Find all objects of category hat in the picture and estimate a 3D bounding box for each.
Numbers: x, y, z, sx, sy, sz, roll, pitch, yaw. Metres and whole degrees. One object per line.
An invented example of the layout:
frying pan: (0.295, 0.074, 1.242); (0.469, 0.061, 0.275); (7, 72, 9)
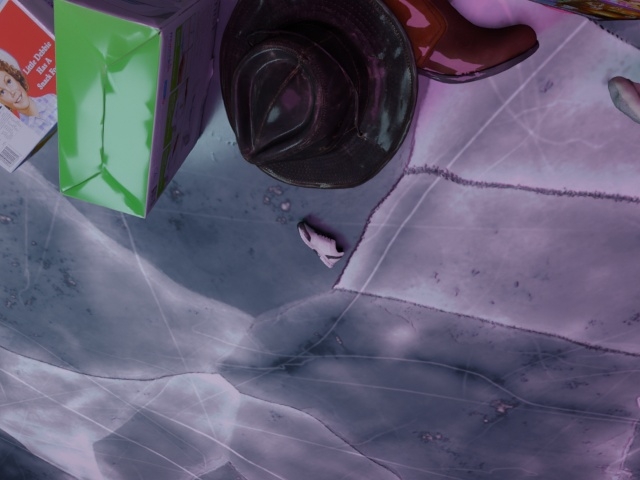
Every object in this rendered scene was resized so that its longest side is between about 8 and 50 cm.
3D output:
hat: (-0.039, -0.178, 0.726); (0.331, 0.134, 0.331); (17, 131, 20)

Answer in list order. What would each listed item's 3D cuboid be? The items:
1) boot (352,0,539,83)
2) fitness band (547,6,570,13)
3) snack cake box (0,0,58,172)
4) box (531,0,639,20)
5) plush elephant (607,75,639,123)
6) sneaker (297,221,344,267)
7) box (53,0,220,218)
boot: (0.136, -0.344, 0.682); (0.264, 0.096, 0.281); (0, 120, 19)
fitness band: (0.327, -0.403, 0.603); (0.209, 0.054, 0.291); (13, 129, -1)
snack cake box: (-0.453, -0.243, 0.835); (0.264, 0.089, 0.152); (-32, 114, 28)
box: (0.202, -0.287, 0.547); (0.293, 0.201, 0.057); (14, 110, -4)
plush elephant: (0.510, -0.194, 0.626); (0.271, 0.255, 0.330); (6, 105, -39)
sneaker: (0.000, 0.000, 0.981); (0.043, 0.040, 0.109); (-38, 118, 13)
box: (-0.237, -0.207, 0.735); (0.126, 0.231, 0.262); (17, 128, -4)
